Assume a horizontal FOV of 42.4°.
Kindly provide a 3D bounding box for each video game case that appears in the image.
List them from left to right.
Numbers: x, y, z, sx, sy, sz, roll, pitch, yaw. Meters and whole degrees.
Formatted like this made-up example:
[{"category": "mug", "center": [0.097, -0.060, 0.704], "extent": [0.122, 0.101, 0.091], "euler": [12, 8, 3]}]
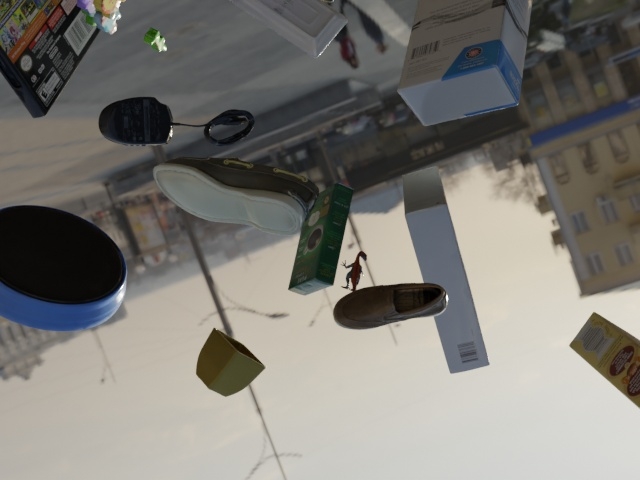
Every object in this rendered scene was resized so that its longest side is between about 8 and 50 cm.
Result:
[{"category": "video game case", "center": [-0.498, -0.392, 1.421], "extent": [0.035, 0.248, 0.275], "euler": [-7, -136, 21]}]

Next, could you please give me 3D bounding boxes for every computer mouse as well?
[{"category": "computer mouse", "center": [-0.211, -0.173, 1.222], "extent": [0.242, 0.071, 0.041], "euler": [-2, -174, -31]}]

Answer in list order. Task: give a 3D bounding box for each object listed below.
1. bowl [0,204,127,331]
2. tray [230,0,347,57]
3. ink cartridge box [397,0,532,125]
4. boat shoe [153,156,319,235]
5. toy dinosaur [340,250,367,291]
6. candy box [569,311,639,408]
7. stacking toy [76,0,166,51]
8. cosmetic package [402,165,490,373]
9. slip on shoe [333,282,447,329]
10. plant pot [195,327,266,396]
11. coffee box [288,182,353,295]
[{"category": "bowl", "center": [-0.652, 0.054, 1.980], "extent": [0.391, 0.391, 0.077], "euler": [-23, 148, -55]}, {"category": "tray", "center": [-0.080, -0.543, 1.888], "extent": [0.145, 0.270, 0.030], "euler": [-54, 177, -24]}, {"category": "ink cartridge box", "center": [0.311, -0.417, 1.750], "extent": [0.223, 0.129, 0.307], "euler": [-9, -127, 35]}, {"category": "boat shoe", "center": [-0.148, -0.091, 1.429], "extent": [0.305, 0.109, 0.091], "euler": [16, -131, 23]}, {"category": "toy dinosaur", "center": [0.074, 0.061, 1.609], "extent": [0.047, 0.082, 0.090], "euler": [22, 178, -22]}, {"category": "candy box", "center": [0.585, 0.253, 1.409], "extent": [0.087, 0.183, 0.316], "euler": [-57, -160, 10]}, {"category": "stacking toy", "center": [-0.372, -0.385, 1.378], "extent": [0.052, 0.167, 0.221], "euler": [-62, 163, -5]}, {"category": "cosmetic package", "center": [0.270, 0.056, 1.807], "extent": [0.097, 0.377, 0.284], "euler": [-14, -162, 12]}, {"category": "slip on shoe", "center": [0.081, 0.074, 0.961], "extent": [0.135, 0.051, 0.041], "euler": [-5, 160, 5]}, {"category": "plant pot", "center": [-0.159, 0.211, 1.378], "extent": [0.083, 0.081, 0.081], "euler": [-52, -135, -2]}, {"category": "coffee box", "center": [0.000, 0.000, 1.450], "extent": [0.040, 0.184, 0.113], "euler": [22, 156, -22]}]
